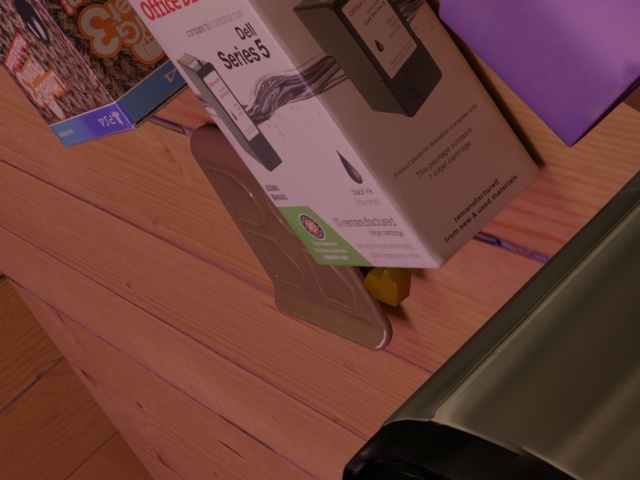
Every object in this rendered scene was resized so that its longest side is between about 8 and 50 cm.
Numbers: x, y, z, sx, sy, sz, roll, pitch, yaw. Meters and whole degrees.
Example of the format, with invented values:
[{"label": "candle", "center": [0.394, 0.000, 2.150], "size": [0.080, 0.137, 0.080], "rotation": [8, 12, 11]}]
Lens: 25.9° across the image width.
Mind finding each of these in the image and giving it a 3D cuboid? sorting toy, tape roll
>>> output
[{"label": "sorting toy", "center": [0.000, 0.000, 1.351], "size": [0.307, 0.041, 0.229], "rotation": [19, 141, 55]}, {"label": "tape roll", "center": [0.142, -0.130, 0.560], "size": [0.080, 0.189, 0.189], "rotation": [46, 161, 6]}]

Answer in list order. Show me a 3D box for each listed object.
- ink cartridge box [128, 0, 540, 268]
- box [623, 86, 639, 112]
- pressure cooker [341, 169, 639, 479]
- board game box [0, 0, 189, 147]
[{"label": "ink cartridge box", "center": [0.000, -0.119, 0.996], "size": [0.273, 0.115, 0.198], "rotation": [54, 160, -15]}, {"label": "box", "center": [0.120, -0.170, 0.785], "size": [0.201, 0.021, 0.164], "rotation": [36, 158, 30]}, {"label": "pressure cooker", "center": [0.197, 0.172, 0.671], "size": [0.375, 0.420, 0.370], "rotation": [32, 154, 38]}, {"label": "board game box", "center": [-0.230, -0.244, 1.213], "size": [0.291, 0.141, 0.232], "rotation": [54, 160, -14]}]
